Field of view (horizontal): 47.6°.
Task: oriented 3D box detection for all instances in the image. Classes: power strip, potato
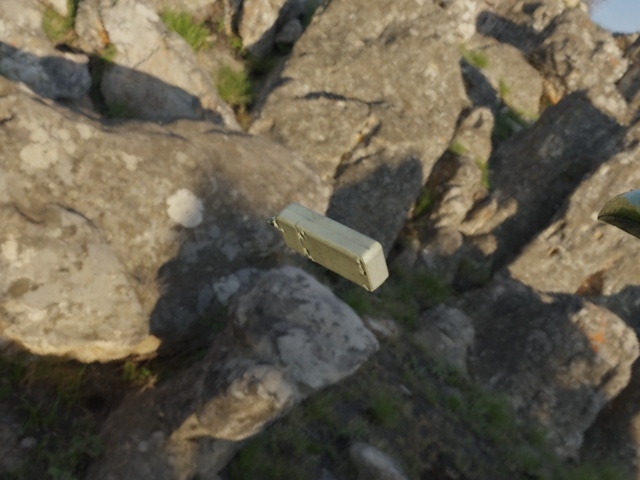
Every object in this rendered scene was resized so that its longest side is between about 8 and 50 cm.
[{"bbox_3d":[0.000,0.000,1.344,0.288,0.053,0.093,28,-30,39],"label":"power strip"},{"bbox_3d":[0.707,-0.035,1.418,0.269,0.112,0.255,26,4,11],"label":"potato"}]
